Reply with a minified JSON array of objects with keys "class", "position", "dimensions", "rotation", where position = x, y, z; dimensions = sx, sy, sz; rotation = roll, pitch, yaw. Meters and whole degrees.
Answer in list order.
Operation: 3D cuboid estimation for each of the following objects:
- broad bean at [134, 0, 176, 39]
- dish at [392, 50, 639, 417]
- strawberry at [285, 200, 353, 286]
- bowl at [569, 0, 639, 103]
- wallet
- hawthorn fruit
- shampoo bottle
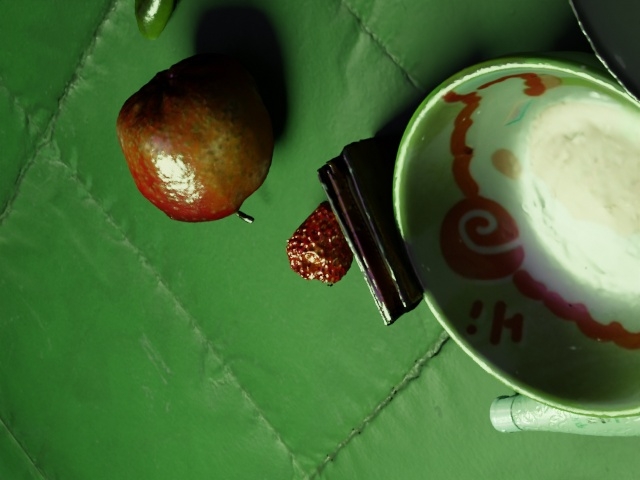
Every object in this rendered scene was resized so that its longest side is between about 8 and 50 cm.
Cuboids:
[{"class":"broad bean","position":[-0.139,-0.278,1.847],"dimensions":[0.069,0.039,0.227],"rotation":[52,140,2]},{"class":"dish","position":[0.227,-0.022,1.543],"dimensions":[0.324,0.124,0.324],"rotation":[20,126,30]},{"class":"strawberry","position":[0.000,0.000,1.843],"dimensions":[0.073,0.073,0.083],"rotation":[19,112,40]},{"class":"bowl","position":[0.333,-0.236,1.265],"dimensions":[0.337,0.157,0.337],"rotation":[24,128,35]},{"class":"wallet","position":[0.056,-0.015,1.689],"dimensions":[0.042,0.195,0.161],"rotation":[-22,93,14]},{"class":"hawthorn fruit","position":[-0.115,-0.087,1.860],"dimensions":[0.157,0.157,0.194],"rotation":[14,140,42]},{"class":"shampoo bottle","position":[0.233,0.151,1.697],"dimensions":[0.190,0.041,0.069],"rotation":[-13,108,50]}]
